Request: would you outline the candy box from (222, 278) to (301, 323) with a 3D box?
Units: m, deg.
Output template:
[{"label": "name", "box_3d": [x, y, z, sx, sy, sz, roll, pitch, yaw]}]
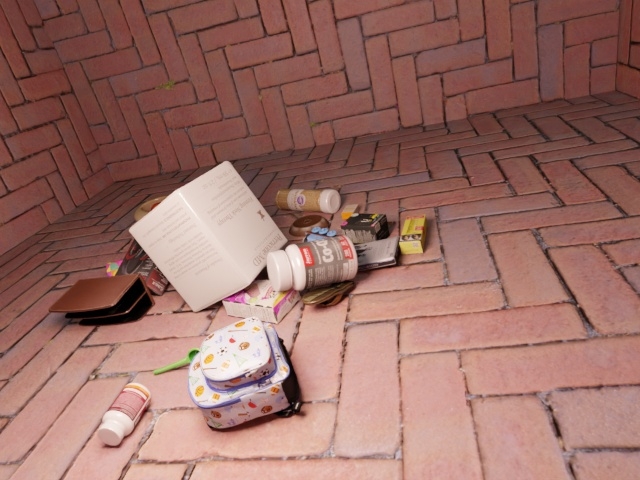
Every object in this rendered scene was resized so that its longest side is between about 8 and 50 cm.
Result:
[{"label": "candy box", "box_3d": [-0.208, 0.209, 1.630, 0.233, 0.071, 0.159, 3, 29, 31]}]

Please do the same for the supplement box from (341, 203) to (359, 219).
[{"label": "supplement box", "box_3d": [0.145, -0.138, 2.210, 0.062, 0.036, 0.098, -3, 27, 23]}]

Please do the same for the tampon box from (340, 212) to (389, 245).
[{"label": "tampon box", "box_3d": [0.187, -0.045, 1.915, 0.160, 0.102, 0.120, 4, 30, 34]}]

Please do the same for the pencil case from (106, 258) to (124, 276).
[{"label": "pencil case", "box_3d": [-0.868, 0.127, 2.125, 0.236, 0.105, 0.104, -16, 25, 1]}]

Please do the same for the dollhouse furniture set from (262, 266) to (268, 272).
[{"label": "dollhouse furniture set", "box_3d": [-0.202, 0.112, 1.888, 0.076, 0.059, 0.151, -21, 44, -32]}]

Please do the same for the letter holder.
[{"label": "letter holder", "box_3d": [-0.847, 0.259, 1.774, 0.301, 0.152, 0.214, -7, 28, 16]}]

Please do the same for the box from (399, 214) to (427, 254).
[{"label": "box", "box_3d": [0.375, -0.026, 1.830, 0.087, 0.058, 0.232, -5, 26, 22]}]

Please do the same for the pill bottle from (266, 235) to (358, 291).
[{"label": "pill bottle", "box_3d": [-0.029, 0.082, 1.573, 0.283, 0.162, 0.161, -10, 22, -21]}]

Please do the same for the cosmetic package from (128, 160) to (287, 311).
[{"label": "cosmetic package", "box_3d": [-0.407, -0.016, 1.716, 0.327, 0.394, 0.329, -29, 14, 33]}]

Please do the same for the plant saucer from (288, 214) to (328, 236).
[{"label": "plant saucer", "box_3d": [-0.060, -0.078, 2.196, 0.198, 0.036, 0.199, -12, 25, 6]}]

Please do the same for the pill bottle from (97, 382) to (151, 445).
[{"label": "pill bottle", "box_3d": [-0.531, 0.469, 1.240, 0.085, 0.086, 0.152, -7, 25, 14]}]

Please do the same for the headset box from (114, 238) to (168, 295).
[{"label": "headset box", "box_3d": [-0.738, 0.106, 1.965, 0.217, 0.110, 0.294, 2, 59, 30]}]

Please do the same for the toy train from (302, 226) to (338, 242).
[{"label": "toy train", "box_3d": [0.000, 0.000, 1.954, 0.105, 0.080, 0.184, -38, 34, -31]}]

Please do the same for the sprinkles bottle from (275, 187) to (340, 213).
[{"label": "sprinkles bottle", "box_3d": [-0.070, -0.207, 2.369, 0.355, 0.121, 0.121, 6, 32, 38]}]

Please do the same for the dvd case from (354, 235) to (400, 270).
[{"label": "dvd case", "box_3d": [0.182, 0.057, 1.759, 0.238, 0.030, 0.179, -12, 24, 22]}]

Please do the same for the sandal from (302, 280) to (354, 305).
[{"label": "sandal", "box_3d": [0.034, 0.189, 1.570, 0.089, 0.060, 0.219, 4, 15, 42]}]

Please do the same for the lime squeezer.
[{"label": "lime squeezer", "box_3d": [-0.377, 0.344, 1.457, 0.310, 0.059, 0.109, -29, 29, -27]}]

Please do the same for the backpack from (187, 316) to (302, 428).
[{"label": "backpack", "box_3d": [-0.212, 0.351, 1.199, 0.263, 0.213, 0.276, -27, 29, -4]}]

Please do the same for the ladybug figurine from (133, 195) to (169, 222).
[{"label": "ladybug figurine", "box_3d": [-0.878, -0.133, 2.588, 0.305, 0.162, 0.449, -26, 27, -25]}]

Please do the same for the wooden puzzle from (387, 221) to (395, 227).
[{"label": "wooden puzzle", "box_3d": [0.290, -0.069, 2.025, 0.083, 0.006, 0.049, -3, 27, 22]}]
